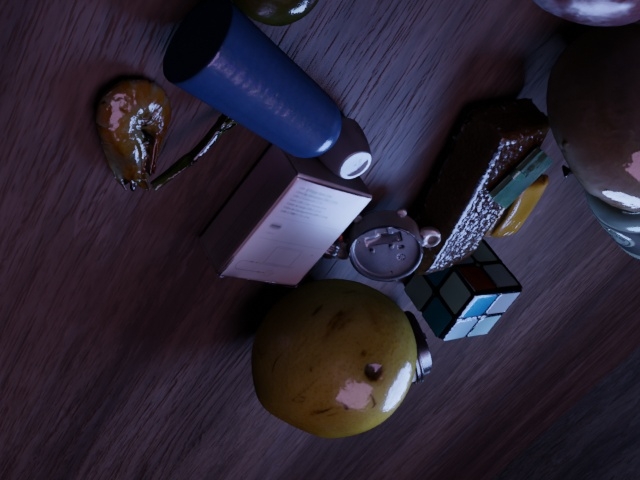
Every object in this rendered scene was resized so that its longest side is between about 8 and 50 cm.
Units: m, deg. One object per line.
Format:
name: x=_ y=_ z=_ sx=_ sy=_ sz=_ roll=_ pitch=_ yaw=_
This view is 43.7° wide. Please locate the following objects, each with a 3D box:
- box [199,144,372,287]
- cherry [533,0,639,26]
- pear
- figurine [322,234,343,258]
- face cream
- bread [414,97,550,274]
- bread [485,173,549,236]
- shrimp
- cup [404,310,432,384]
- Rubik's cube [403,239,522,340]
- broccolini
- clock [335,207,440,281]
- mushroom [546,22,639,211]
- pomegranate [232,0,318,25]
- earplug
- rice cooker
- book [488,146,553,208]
box: x=-0.062 y=-0.038 z=1.435 sx=0.203 sy=0.106 sz=0.252 roll=12 pitch=128 yaw=-46
cherry: x=0.448 y=-0.447 z=1.231 sx=0.285 sy=0.213 sz=0.236 roll=-8 pitch=121 yaw=5
pear: x=0.025 y=0.246 z=1.666 sx=0.348 sy=0.348 sz=0.348 roll=-22 pitch=146 yaw=-16
figurine: x=0.000 y=0.000 z=1.597 sx=0.106 sy=0.047 sz=0.060 roll=23 pitch=83 yaw=-44
face cream: x=0.038 y=-0.159 z=1.367 sx=0.091 sy=0.095 sz=0.091 roll=-21 pitch=145 yaw=-15
bread: x=0.309 y=-0.102 z=1.654 sx=0.165 sy=0.113 sz=0.417 roll=-14 pitch=144 yaw=-33
bread: x=0.434 y=-0.081 z=1.829 sx=0.116 sy=0.077 sz=0.200 roll=-18 pitch=146 yaw=-35
shrimp: x=-0.266 y=-0.148 z=1.175 sx=0.115 sy=0.051 sz=0.217 roll=-22 pitch=143 yaw=-19
cup: x=0.123 y=0.291 z=1.961 sx=0.279 sy=0.196 sz=0.196 roll=-20 pitch=146 yaw=-6
Rubik's cube: x=0.336 y=0.114 z=1.897 sx=0.180 sy=0.183 sz=0.167 roll=-1 pitch=134 yaw=-37
broccolini: x=-0.165 y=-0.158 z=1.218 sx=0.239 sy=0.054 sz=0.051 roll=-44 pitch=109 yaw=1
clock: x=0.133 y=0.013 z=1.642 sx=0.229 sy=0.063 sz=0.156 roll=-8 pitch=130 yaw=6
mushroom: x=0.567 y=-0.226 z=1.520 sx=0.362 sy=0.362 sz=0.294 roll=-10 pitch=170 yaw=-31
pomegranate: x=-0.078 y=-0.359 z=0.998 sx=0.191 sy=0.131 sz=0.152 roll=21 pitch=129 yaw=-25
earplug: x=-0.075 y=-0.208 z=1.125 sx=0.132 sy=0.132 sz=0.273 roll=-43 pitch=133 yaw=16
rice cooker: x=0.787 y=-0.106 z=1.890 sx=0.288 sy=0.288 sz=0.277 roll=-41 pitch=141 yaw=13
book: x=0.399 y=-0.123 z=1.586 sx=0.135 sy=0.017 sz=0.103 roll=-46 pitch=153 yaw=14
